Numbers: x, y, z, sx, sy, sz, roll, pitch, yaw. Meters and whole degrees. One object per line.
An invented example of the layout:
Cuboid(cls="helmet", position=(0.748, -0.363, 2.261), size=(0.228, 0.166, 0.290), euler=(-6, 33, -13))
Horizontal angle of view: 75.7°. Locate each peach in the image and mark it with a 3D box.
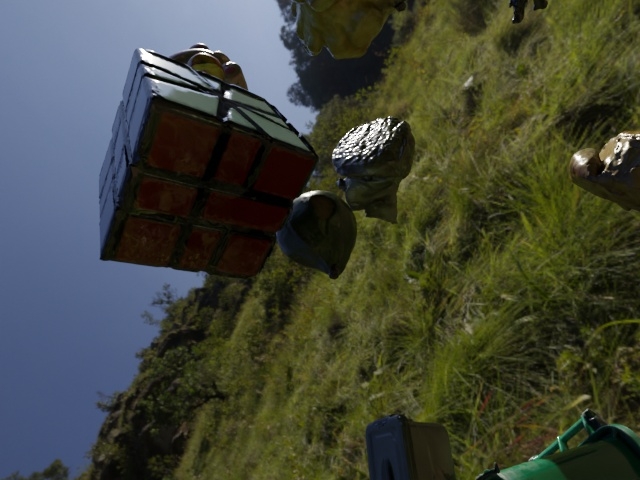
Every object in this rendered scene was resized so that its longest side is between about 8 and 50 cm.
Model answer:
Cuboid(cls="peach", position=(-0.275, -0.407, 0.990), size=(0.098, 0.098, 0.062), euler=(30, -134, -61))

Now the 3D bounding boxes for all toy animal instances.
Cuboid(cls="toy animal", position=(0.510, -0.654, 1.015), size=(0.146, 0.114, 0.245), euler=(46, -127, -59))

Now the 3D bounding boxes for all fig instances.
Cuboid(cls="fig", position=(0.000, 0.000, 0.967), size=(0.195, 0.195, 0.245), euler=(41, -156, -57))

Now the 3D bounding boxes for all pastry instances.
Cuboid(cls="pastry", position=(0.460, -0.081, 0.547), size=(0.218, 0.228, 0.101), euler=(5, -70, -47))

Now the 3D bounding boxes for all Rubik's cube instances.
Cuboid(cls="Rubik's cube", position=(-0.218, -0.129, 0.746), size=(0.293, 0.289, 0.284), euler=(16, -64, -35))

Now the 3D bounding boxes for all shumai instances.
Cuboid(cls="shumai", position=(0.208, -0.226, 1.370), size=(0.289, 0.291, 0.330), euler=(55, -142, -32))

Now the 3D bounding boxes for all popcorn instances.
Cuboid(cls="popcorn", position=(0.036, -0.446, 0.664), size=(0.252, 0.214, 0.287), euler=(-30, -57, -81))

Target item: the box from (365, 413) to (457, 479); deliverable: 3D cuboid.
Cuboid(cls="box", position=(0.137, 0.348, 0.599), size=(0.124, 0.092, 0.172), euler=(127, 146, -53))

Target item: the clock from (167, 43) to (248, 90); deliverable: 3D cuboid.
Cuboid(cls="clock", position=(-0.405, -0.499, 1.303), size=(0.283, 0.309, 0.114), euler=(-33, -32, -11))

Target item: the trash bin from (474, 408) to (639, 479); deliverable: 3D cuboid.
Cuboid(cls="trash bin", position=(0.377, 0.437, 0.619), size=(0.380, 0.295, 0.259), euler=(12, -59, -29))
